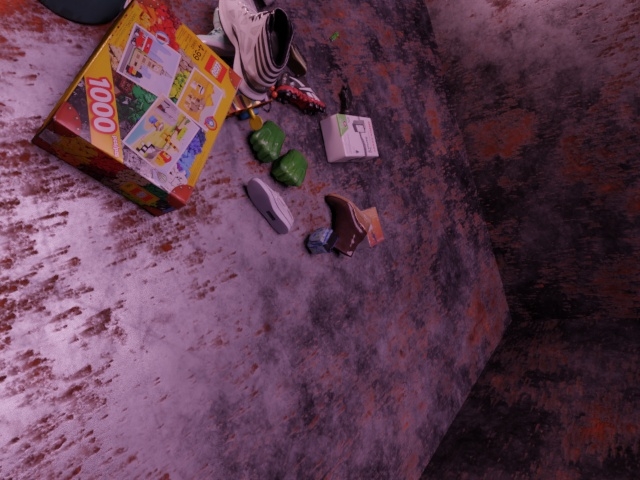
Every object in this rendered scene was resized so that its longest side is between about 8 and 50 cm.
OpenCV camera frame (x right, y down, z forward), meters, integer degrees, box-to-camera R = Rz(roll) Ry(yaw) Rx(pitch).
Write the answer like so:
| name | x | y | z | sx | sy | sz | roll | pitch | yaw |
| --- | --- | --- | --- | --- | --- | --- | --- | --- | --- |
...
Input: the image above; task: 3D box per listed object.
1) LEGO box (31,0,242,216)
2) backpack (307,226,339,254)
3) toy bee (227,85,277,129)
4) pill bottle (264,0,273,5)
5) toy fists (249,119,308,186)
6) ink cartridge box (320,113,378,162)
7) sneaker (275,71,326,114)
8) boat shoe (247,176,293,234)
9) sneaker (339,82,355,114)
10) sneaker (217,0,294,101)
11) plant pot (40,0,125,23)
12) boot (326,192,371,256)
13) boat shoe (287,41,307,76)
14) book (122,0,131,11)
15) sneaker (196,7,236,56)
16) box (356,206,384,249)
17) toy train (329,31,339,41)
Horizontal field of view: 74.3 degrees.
| name | x | y | z | sx | sy | sz | roll | pitch | yaw |
| --- | --- | --- | --- | --- | --- | --- | --- | --- | --- |
| LEGO box | -0.493 | -0.385 | 1.223 | 0.372 | 0.193 | 0.501 | 36 | 57 | -37 |
| backpack | 0.000 | 0.000 | 1.747 | 0.084 | 0.114 | 0.105 | 52 | 45 | -26 |
| toy bee | -0.249 | -0.527 | 1.551 | 0.195 | 0.162 | 0.298 | 51 | 49 | -25 |
| pill bottle | -0.238 | -1.115 | 1.688 | 0.283 | 0.161 | 0.161 | 55 | 47 | -25 |
| toy fists | -0.164 | -0.327 | 1.655 | 0.279 | 0.096 | 0.142 | 48 | 40 | -28 |
| ink cartridge box | 0.141 | -0.480 | 2.007 | 0.272 | 0.114 | 0.199 | -14 | 92 | -48 |
| sneaker | -0.075 | -0.634 | 1.813 | 0.275 | 0.097 | 0.135 | 10 | 77 | -45 |
| boat shoe | -0.185 | -0.142 | 1.601 | 0.258 | 0.095 | 0.084 | 62 | 39 | -33 |
| sneaker | 0.123 | -0.700 | 2.086 | 0.089 | 0.051 | 0.170 | 48 | 45 | -30 |
| sneaker | -0.195 | -0.725 | 1.418 | 0.169 | 0.257 | 0.448 | -1 | 72 | -43 |
| plant pot | -0.624 | -0.774 | 1.113 | 0.292 | 0.235 | 0.294 | 8 | 78 | -42 |
| boot | 0.091 | -0.071 | 1.877 | 0.248 | 0.090 | 0.207 | 35 | 76 | -5 |
| boat shoe | -0.130 | -0.813 | 1.812 | 0.223 | 0.080 | 0.074 | 46 | 45 | -38 |
| book | -0.580 | -0.744 | 1.330 | 0.096 | 0.035 | 0.145 | -14 | 93 | -44 |
| sneaker | -0.382 | -0.741 | 1.497 | 0.256 | 0.094 | 0.151 | -34 | 112 | -56 |
| box | 0.216 | -0.060 | 2.017 | 0.130 | 0.090 | 0.171 | -24 | 100 | -48 |
| toy train | 0.070 | -1.022 | 2.120 | 0.083 | 0.017 | 0.024 | -58 | 134 | -38 |
